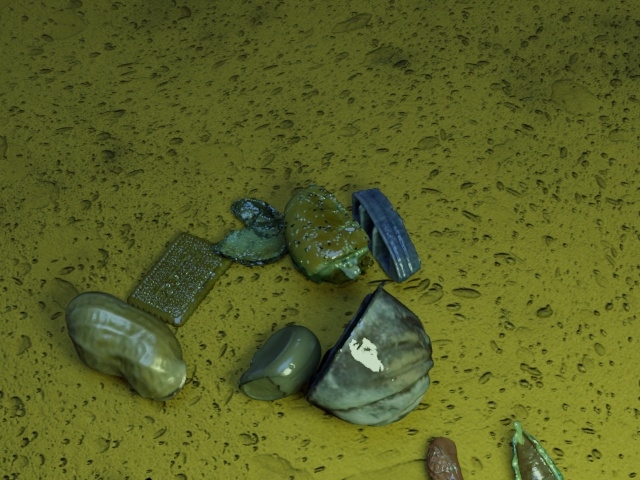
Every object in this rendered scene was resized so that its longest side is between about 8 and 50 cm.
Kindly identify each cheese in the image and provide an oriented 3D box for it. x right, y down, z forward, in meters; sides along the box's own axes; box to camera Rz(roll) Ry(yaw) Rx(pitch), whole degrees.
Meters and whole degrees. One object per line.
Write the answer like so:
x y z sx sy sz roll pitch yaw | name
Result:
-0.077 0.263 1.871 0.175 0.091 0.202 -24 20 35 | cheese

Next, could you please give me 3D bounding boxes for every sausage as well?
0.258 0.524 1.661 0.078 0.078 0.304 -7 52 0 | sausage

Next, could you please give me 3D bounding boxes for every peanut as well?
-0.436 0.227 1.925 0.340 0.158 0.174 20 35 17 | peanut

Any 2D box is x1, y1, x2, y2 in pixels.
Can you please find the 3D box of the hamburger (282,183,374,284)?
0.000 0.000 2.052 0.192 0.167 0.288 -27 53 -18 | hamburger

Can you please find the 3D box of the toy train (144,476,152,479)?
-0.373 0.569 1.654 0.204 0.131 0.083 -39 58 -23 | toy train

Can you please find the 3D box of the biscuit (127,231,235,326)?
-0.342 0.089 2.108 0.172 0.029 0.254 21 56 22 | biscuit

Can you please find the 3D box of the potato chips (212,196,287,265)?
-0.171 -0.022 2.170 0.202 0.029 0.219 0 51 -3 | potato chips

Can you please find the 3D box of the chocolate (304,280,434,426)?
0.127 0.262 1.782 0.213 0.303 0.303 35 60 2 | chocolate

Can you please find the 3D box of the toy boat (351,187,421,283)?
0.156 -0.008 2.070 0.078 0.127 0.283 -17 49 -15 | toy boat

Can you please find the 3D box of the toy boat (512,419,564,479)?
0.441 0.495 1.652 0.109 0.099 0.292 -19 59 -9 | toy boat
